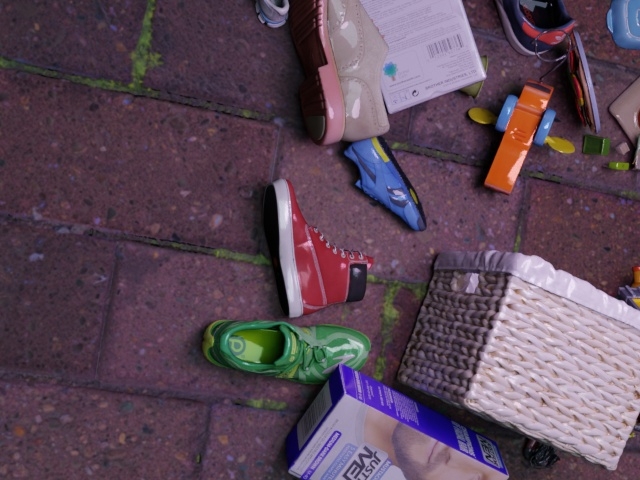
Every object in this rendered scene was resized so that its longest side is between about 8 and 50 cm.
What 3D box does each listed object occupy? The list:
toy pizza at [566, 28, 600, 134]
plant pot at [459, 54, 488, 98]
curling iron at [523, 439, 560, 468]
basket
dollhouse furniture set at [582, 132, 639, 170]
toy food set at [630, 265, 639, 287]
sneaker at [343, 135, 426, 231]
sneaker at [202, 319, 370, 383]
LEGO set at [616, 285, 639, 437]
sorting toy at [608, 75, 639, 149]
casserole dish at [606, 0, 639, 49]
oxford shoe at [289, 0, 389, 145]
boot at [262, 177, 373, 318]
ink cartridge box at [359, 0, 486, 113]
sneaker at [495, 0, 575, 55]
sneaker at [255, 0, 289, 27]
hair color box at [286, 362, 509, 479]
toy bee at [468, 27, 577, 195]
[{"bbox_3d":[0.487,-0.295,1.792,0.032,0.201,0.201,-13,93,14],"label":"toy pizza"},{"bbox_3d":[0.259,-0.311,1.771,0.079,0.083,0.083,12,84,-5],"label":"plant pot"},{"bbox_3d":[0.459,0.308,1.831,0.068,0.035,0.274,25,82,-20],"label":"curling iron"},{"bbox_3d":[0.352,0.193,1.650,0.331,0.328,0.266,26,83,-16],"label":"basket"},{"bbox_3d":[0.596,-0.178,1.882,0.152,0.058,0.076,1,101,-23],"label":"dollhouse furniture set"},{"bbox_3d":[0.706,0.093,1.872,0.232,0.111,0.104,-5,89,-6],"label":"toy food set"},{"bbox_3d":[0.118,-0.096,1.729,0.082,0.069,0.209,-29,108,15],"label":"sneaker"},{"bbox_3d":[-0.050,0.192,1.626,0.296,0.123,0.109,4,86,-18],"label":"sneaker"},{"bbox_3d":[0.651,0.235,1.744,0.255,0.192,0.331,9,113,-9],"label":"LEGO set"},{"bbox_3d":[0.750,-0.273,1.939,0.307,0.041,0.229,-42,100,-14],"label":"sorting toy"},{"bbox_3d":[0.665,-0.443,1.921,0.188,0.037,0.114,-3,90,-19],"label":"casserole dish"},{"bbox_3d":[0.036,-0.362,1.667,0.147,0.140,0.396,-5,89,-21],"label":"oxford shoe"},{"bbox_3d":[0.000,0.000,1.671,0.176,0.088,0.244,-13,100,-18],"label":"boot"},{"bbox_3d":[0.160,-0.404,1.711,0.186,0.065,0.311,-19,96,10],"label":"ink cartridge box"},{"bbox_3d":[0.363,-0.516,1.769,0.131,0.148,0.350,-36,99,-15],"label":"sneaker"},{"bbox_3d":[-0.094,-0.471,1.657,0.071,0.083,0.190,-24,94,-15],"label":"sneaker"},{"bbox_3d":[0.130,0.375,1.652,0.339,0.110,0.185,28,109,-16],"label":"hair color box"},{"bbox_3d":[0.397,-0.230,1.779,0.195,0.162,0.298,43,108,4],"label":"toy bee"}]
